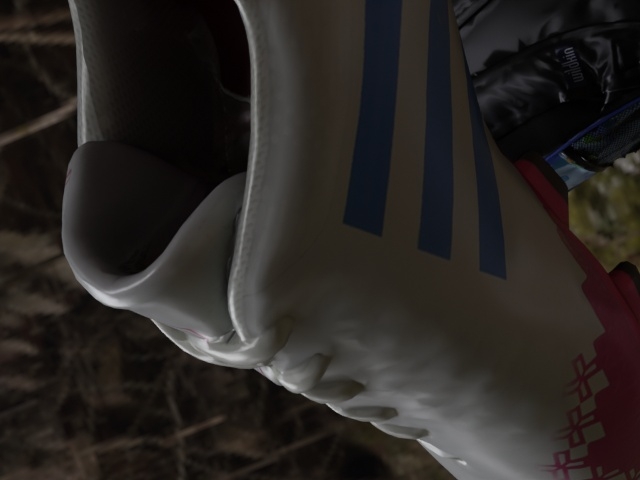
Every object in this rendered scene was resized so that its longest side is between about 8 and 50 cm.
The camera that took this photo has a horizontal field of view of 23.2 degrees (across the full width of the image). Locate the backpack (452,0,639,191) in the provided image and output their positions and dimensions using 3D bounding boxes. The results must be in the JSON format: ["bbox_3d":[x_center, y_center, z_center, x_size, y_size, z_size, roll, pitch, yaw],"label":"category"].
[{"bbox_3d":[0.084,-0.068,0.596,0.084,0.114,0.105,10,-129,-55],"label":"backpack"}]

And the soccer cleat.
[{"bbox_3d":[0.000,0.000,0.454,0.116,0.143,0.331,14,144,43],"label":"soccer cleat"}]
